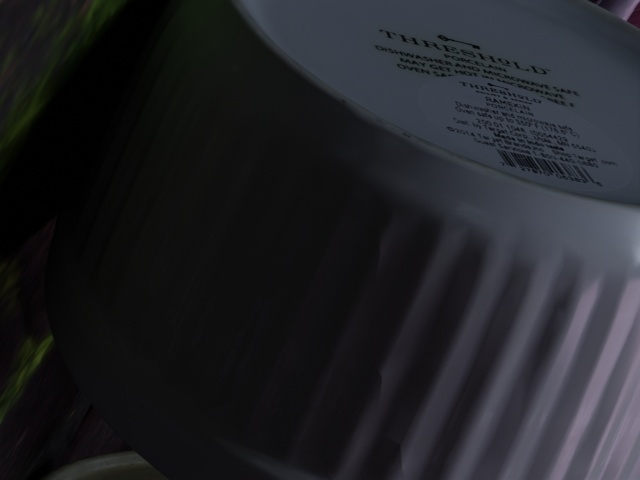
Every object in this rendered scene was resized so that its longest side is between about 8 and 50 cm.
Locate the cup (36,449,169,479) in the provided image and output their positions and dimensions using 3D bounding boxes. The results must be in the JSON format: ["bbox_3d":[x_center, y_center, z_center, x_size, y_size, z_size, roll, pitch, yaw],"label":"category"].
[{"bbox_3d":[-0.089,0.260,0.863,0.331,0.331,0.237,-55,151,-76],"label":"cup"}]

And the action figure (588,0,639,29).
[{"bbox_3d":[0.233,-0.220,1.101,0.248,0.275,0.370,-38,151,3],"label":"action figure"}]

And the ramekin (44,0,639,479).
[{"bbox_3d":[0.033,-0.009,0.440,0.207,0.207,0.109,-56,170,-61],"label":"ramekin"}]
